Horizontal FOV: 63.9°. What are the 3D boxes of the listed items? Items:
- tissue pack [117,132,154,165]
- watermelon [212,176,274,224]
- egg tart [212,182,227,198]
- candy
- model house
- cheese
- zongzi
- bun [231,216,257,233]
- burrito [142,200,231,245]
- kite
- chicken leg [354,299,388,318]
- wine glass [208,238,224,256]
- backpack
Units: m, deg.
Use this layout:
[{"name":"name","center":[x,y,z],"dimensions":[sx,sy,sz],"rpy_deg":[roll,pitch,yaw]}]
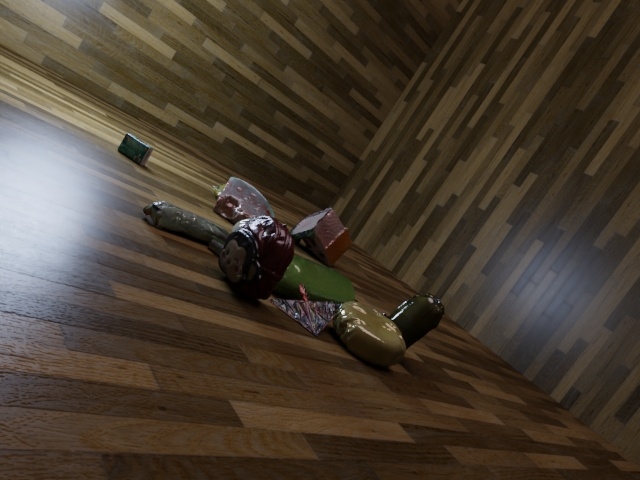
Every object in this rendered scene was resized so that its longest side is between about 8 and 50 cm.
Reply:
[{"name":"tissue pack","center":[-0.745,-0.369,2.087],"dimensions":[0.111,0.085,0.079],"rpy_deg":[32,6,2]},{"name":"watermelon","center":[-0.335,-0.115,2.149],"dimensions":[0.226,0.148,0.318],"rpy_deg":[-5,49,-50]},{"name":"egg tart","center":[-0.367,-0.199,2.462],"dimensions":[0.315,0.120,0.315],"rpy_deg":[33,7,-4]},{"name":"candy","center":[-0.034,0.143,1.640],"dimensions":[0.344,0.132,0.142],"rpy_deg":[25,53,-40]},{"name":"model house","center":[0.000,0.000,2.557],"dimensions":[0.237,0.202,0.237],"rpy_deg":[-15,-64,51]},{"name":"cheese","center":[0.141,0.281,1.519],"dimensions":[0.226,0.117,0.214],"rpy_deg":[24,14,-24]},{"name":"zongzi","center":[0.305,0.270,1.743],"dimensions":[0.125,0.251,0.274],"rpy_deg":[52,9,9]},{"name":"bun","center":[-0.228,-0.021,1.831],"dimensions":[0.173,0.119,0.173],"rpy_deg":[26,9,-4]},{"name":"burrito","center":[-0.388,-0.045,1.546],"dimensions":[0.309,0.066,0.096],"rpy_deg":[24,16,-48]},{"name":"kite","center":[-0.038,0.192,1.452],"dimensions":[0.232,0.009,0.189],"rpy_deg":[5,41,-22]},{"name":"chicken leg","center":[0.138,0.248,1.725],"dimensions":[0.205,0.093,0.053],"rpy_deg":[19,25,33]},{"name":"wine glass","center":[-0.299,0.028,1.548],"dimensions":[0.083,0.042,0.039],"rpy_deg":[33,-22,17]},{"name":"backpack","center":[-0.163,0.038,1.365],"dimensions":[0.139,0.229,0.229],"rpy_deg":[31,6,-42]}]
